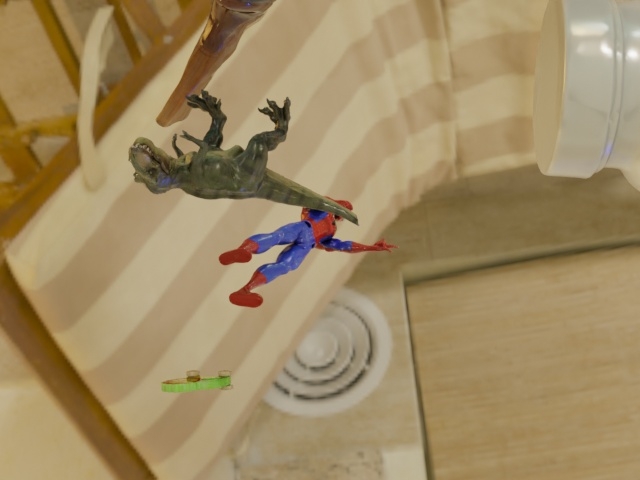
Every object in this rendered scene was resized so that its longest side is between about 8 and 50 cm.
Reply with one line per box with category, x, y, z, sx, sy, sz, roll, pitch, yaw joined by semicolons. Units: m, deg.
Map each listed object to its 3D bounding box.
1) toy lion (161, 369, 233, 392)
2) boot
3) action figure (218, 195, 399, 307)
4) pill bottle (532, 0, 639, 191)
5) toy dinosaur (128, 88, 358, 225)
toy lion;-0.205;0.233;1.772;0.100;0.034;0.096;-4;-179;24
boot;-0.180;-0.297;1.668;0.096;0.264;0.280;36;107;-10
action figure;0.000;0.000;1.424;0.139;0.280;0.091;-3;108;27
pill bottle;0.390;-0.138;0.998;0.363;0.210;0.210;2;144;2
toy dinosaur;-0.078;-0.086;1.082;0.268;0.118;0.064;9;160;-34
